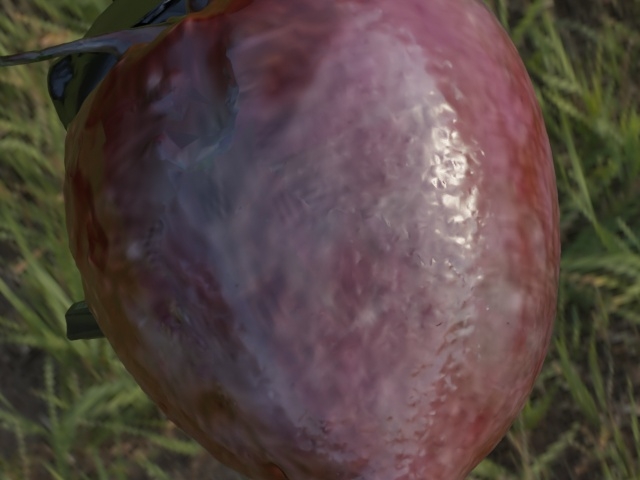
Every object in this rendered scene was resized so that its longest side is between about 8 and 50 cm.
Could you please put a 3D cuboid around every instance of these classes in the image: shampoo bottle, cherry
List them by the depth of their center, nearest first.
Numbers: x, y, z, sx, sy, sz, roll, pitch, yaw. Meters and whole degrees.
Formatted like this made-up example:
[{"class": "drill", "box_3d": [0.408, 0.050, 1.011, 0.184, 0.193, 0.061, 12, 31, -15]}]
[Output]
[{"class": "cherry", "box_3d": [0.000, 0.000, 0.708, 0.192, 0.175, 0.250, -25, 59, 12]}, {"class": "shampoo bottle", "box_3d": [-0.122, 0.046, 1.272, 0.137, 0.027, 0.048, -14, 35, 45]}]

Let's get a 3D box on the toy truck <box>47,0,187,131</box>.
[{"class": "toy truck", "box_3d": [-0.033, -0.121, 1.289, 0.180, 0.254, 0.405, -28, 21, 17]}]
